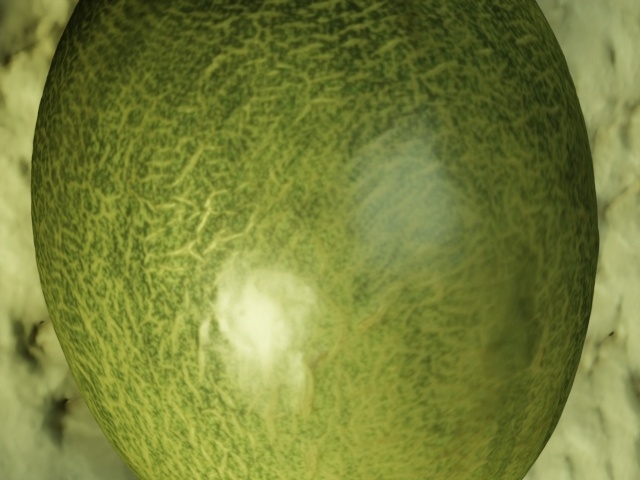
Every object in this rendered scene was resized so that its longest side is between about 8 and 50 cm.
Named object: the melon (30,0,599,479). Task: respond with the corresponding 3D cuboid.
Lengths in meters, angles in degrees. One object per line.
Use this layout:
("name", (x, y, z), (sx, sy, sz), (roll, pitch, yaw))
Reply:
("melon", (0.000, 0.000, 0.866), (0.249, 0.249, 0.329), (-28, 124, -31))
